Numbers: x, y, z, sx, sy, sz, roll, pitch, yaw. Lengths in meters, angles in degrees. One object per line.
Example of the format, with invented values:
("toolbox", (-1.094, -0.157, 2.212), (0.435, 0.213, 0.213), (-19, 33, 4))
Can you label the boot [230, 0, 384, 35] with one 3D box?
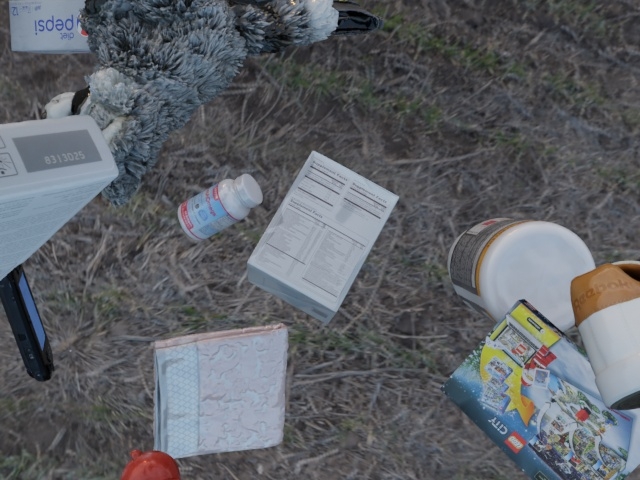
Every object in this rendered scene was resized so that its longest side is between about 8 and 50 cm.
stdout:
("boot", (-0.036, -0.449, 1.463), (0.263, 0.229, 0.091), (-9, 129, -26))

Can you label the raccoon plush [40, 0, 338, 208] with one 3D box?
("raccoon plush", (-0.174, -0.233, 1.130), (0.447, 0.216, 0.299), (-15, 60, 3))

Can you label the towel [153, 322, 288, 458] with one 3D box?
("towel", (-0.231, 0.360, 1.824), (0.317, 0.053, 0.331), (-5, 116, -19))

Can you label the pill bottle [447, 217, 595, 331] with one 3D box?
("pill bottle", (0.285, 0.046, 1.173), (0.162, 0.278, 0.162), (0, 94, -3))

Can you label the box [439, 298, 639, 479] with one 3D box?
("box", (0.288, 0.209, 0.979), (0.233, 0.044, 0.159), (44, 107, 21))

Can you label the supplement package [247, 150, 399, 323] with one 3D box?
("supplement package", (0.000, 0.000, 1.583), (0.198, 0.199, 0.262), (29, 76, 2))

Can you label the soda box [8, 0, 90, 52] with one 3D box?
("soda box", (-0.446, -0.401, 1.460), (0.286, 0.091, 0.098), (5, 101, 26))

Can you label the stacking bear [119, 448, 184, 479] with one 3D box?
("stacking bear", (-0.270, 0.500, 1.393), (0.164, 0.289, 0.175), (-41, 140, -2))

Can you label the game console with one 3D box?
("game console", (-0.452, 0.029, 1.146), (0.044, 0.213, 0.361), (-13, 108, -3))

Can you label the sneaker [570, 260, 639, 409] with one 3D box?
("sneaker", (0.298, 0.076, 0.665), (0.290, 0.106, 0.123), (19, 46, -51))

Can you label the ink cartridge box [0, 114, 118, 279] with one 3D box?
("ink cartridge box", (-0.212, -0.001, 0.409), (0.145, 0.179, 0.045), (-20, 84, -52))

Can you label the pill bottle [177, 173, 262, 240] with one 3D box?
("pill bottle", (-0.198, -0.068, 1.553), (0.160, 0.087, 0.087), (-27, 92, 22))
